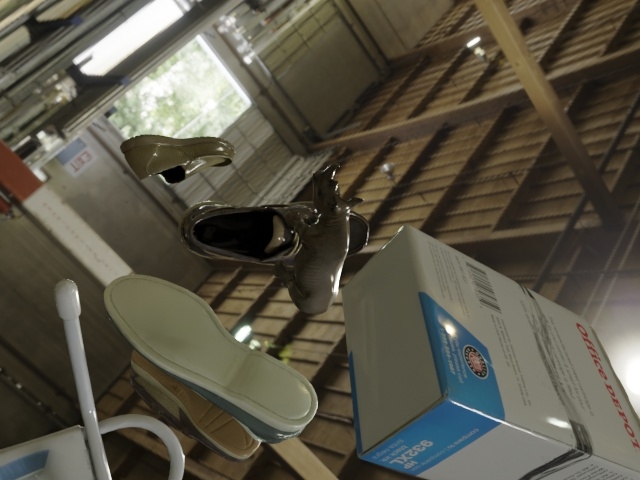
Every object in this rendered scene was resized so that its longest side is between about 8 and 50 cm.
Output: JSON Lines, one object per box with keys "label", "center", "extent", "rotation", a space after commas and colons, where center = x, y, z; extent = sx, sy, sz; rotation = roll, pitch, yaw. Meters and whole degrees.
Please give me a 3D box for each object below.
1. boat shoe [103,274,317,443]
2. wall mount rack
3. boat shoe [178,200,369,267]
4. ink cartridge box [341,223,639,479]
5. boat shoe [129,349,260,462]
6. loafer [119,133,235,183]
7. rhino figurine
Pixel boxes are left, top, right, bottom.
{"label": "boat shoe", "center": [-0.158, 0.166, 0.823], "extent": [0.116, 0.320, 0.099], "rotation": [-55, 176, -47]}
{"label": "wall mount rack", "center": [-0.286, 0.203, 0.511], "extent": [0.350, 0.304, 0.130], "rotation": [-14, -176, -25]}
{"label": "boat shoe", "center": [-0.077, -0.003, 1.122], "extent": [0.356, 0.132, 0.130], "rotation": [-2, -171, -11]}
{"label": "ink cartridge box", "center": [0.187, 0.150, 0.674], "extent": [0.129, 0.308, 0.223], "rotation": [-48, -151, 32]}
{"label": "boat shoe", "center": [-0.228, 0.294, 1.091], "extent": [0.103, 0.285, 0.092], "rotation": [-34, 153, -54]}
{"label": "loafer", "center": [-0.160, -0.091, 0.708], "extent": [0.148, 0.050, 0.056], "rotation": [-7, 177, -45]}
{"label": "rhino figurine", "center": [0.000, 0.000, 0.868], "extent": [0.073, 0.243, 0.106], "rotation": [-10, -141, -35]}
